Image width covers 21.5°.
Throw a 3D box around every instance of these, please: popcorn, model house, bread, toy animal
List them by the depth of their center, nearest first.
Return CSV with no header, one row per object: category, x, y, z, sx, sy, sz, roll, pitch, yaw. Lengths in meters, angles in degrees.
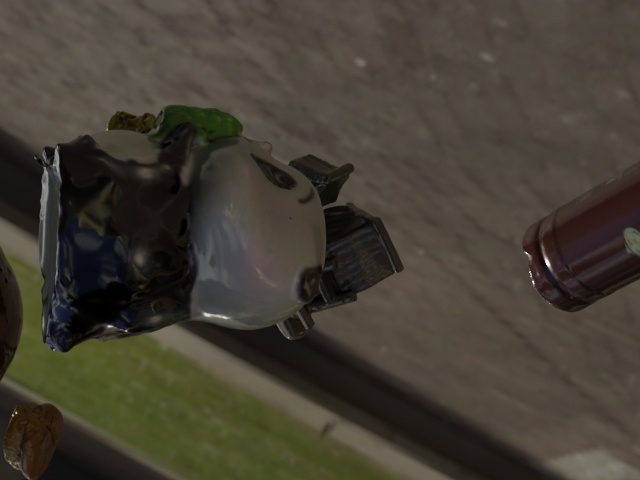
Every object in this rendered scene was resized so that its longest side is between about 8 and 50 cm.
toy animal,-0.127,-0.018,1.536,0.267,0.212,0.212,-6,175,-15
bread,-0.304,0.210,1.792,0.046,0.083,0.081,13,120,10
popcorn,-0.227,-0.126,2.060,0.083,0.068,0.059,41,-167,8
model house,-0.003,-0.002,2.211,0.188,0.122,0.229,-19,110,24

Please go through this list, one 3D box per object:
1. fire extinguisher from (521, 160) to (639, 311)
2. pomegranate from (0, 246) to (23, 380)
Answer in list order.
fire extinguisher,0.363,-0.037,1.788,0.135,0.114,0.337,3,154,-43
pomegranate,-0.492,0.048,1.944,0.291,0.291,0.323,57,-168,-65
